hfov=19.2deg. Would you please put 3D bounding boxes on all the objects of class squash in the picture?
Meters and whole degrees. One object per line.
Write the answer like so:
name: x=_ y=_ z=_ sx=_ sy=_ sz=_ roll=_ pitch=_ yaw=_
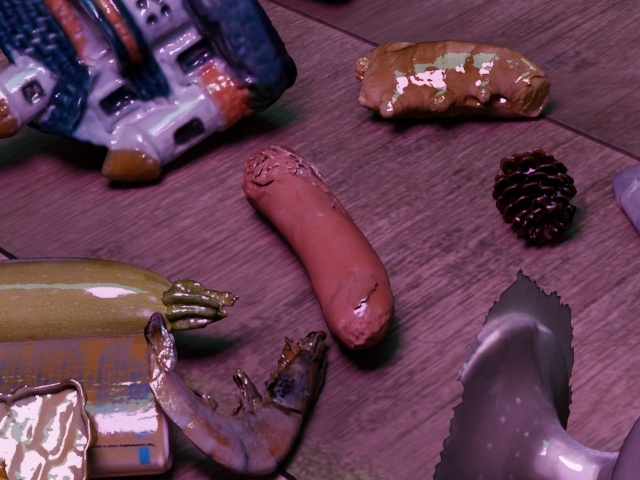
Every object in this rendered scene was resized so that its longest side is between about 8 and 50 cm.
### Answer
squash: x=-0.234 y=0.059 z=1.564 sx=0.340 sy=0.094 sz=0.094 roll=-5 pitch=35 yaw=4

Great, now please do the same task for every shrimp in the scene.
shrimp: x=-0.068 y=0.095 z=1.475 sx=0.148 sy=0.035 sz=0.195 roll=36 pitch=37 yaw=-3

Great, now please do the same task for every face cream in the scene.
face cream: x=-0.256 y=0.133 z=1.471 sx=0.285 sy=0.067 sz=0.139 roll=-3 pitch=40 yaw=2

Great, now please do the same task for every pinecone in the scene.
pinecone: x=0.188 y=-0.038 z=1.661 sx=0.077 sy=0.077 sz=0.083 roll=0 pitch=45 yaw=8

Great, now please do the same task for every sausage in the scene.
sausage: x=0.000 y=0.001 z=1.624 sx=0.078 sy=0.078 sz=0.304 roll=-16 pitch=36 yaw=-15

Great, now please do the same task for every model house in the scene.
model house: x=-0.211 y=-0.169 z=1.781 sx=0.291 sy=0.253 sz=0.184 roll=-38 pitch=30 yaw=-15

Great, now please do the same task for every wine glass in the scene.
wine glass: x=0.244 y=0.170 z=1.221 sx=0.323 sy=0.238 sz=0.238 roll=16 pitch=40 yaw=33

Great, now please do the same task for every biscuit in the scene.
biscuit: x=-0.296 y=0.199 z=1.367 sx=0.273 sy=0.036 sz=0.187 roll=-5 pitch=57 yaw=1

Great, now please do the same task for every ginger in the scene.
ginger: x=0.114 y=-0.155 z=1.829 sx=0.205 sy=0.081 sz=0.115 roll=7 pitch=4 yaw=30

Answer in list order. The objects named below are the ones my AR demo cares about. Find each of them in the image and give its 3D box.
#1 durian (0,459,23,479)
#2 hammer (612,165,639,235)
durian: x=-0.296 y=0.204 z=1.298 sx=0.224 sy=0.078 sz=0.140 roll=-6 pitch=61 yaw=1
hammer: x=0.298 y=0.052 z=1.528 sx=0.152 sy=0.044 sz=0.427 roll=-22 pitch=32 yaw=3
